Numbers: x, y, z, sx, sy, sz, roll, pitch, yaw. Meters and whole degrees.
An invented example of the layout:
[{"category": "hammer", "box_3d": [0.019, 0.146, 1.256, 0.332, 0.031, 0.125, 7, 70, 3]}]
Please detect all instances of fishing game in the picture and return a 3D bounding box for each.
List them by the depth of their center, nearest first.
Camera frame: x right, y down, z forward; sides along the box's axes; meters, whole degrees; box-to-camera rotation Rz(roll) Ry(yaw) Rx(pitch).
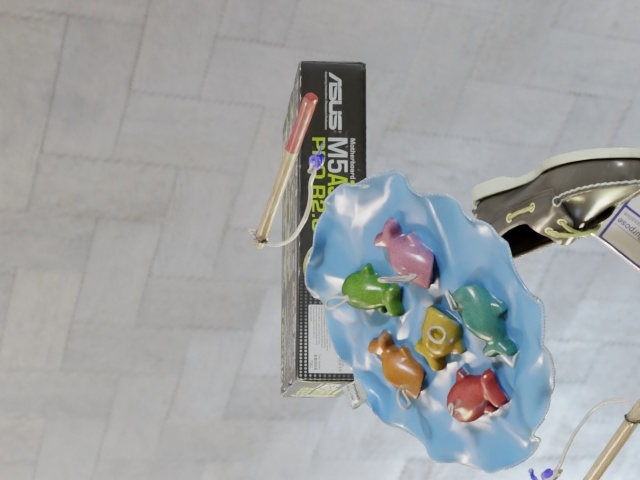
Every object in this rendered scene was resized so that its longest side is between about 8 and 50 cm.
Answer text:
[{"category": "fishing game", "box_3d": [0.050, 0.052, 0.686, 0.041, 0.264, 0.189, -30, 157, -34]}]

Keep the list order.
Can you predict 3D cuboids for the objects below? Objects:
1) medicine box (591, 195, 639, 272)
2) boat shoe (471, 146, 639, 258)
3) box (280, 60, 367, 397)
[{"category": "medicine box", "box_3d": [0.439, -0.046, 1.091, 0.149, 0.263, 0.289, -34, 160, -53]}, {"category": "boat shoe", "box_3d": [0.205, -0.028, 1.040, 0.081, 0.068, 0.228, 5, 169, -23]}, {"category": "box", "box_3d": [0.000, 0.000, 1.096, 0.060, 0.270, 0.216, 1, 169, -5]}]
